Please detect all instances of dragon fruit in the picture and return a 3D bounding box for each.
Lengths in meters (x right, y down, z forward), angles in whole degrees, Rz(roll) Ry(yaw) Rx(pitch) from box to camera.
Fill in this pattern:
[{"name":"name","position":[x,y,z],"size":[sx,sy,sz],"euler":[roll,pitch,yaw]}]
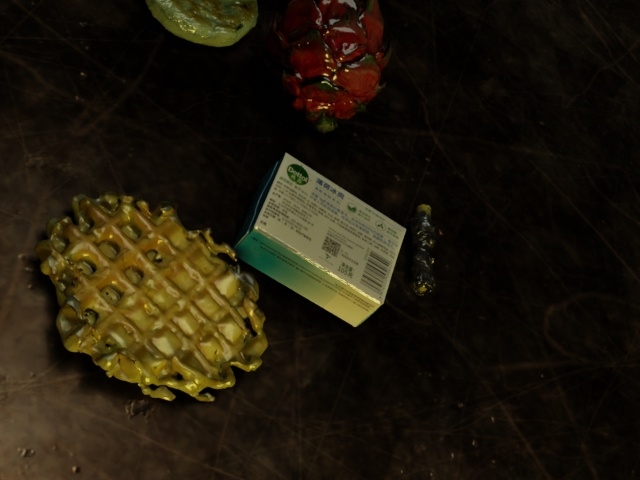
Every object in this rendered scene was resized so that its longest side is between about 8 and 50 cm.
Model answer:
[{"name":"dragon fruit","position":[0.010,-0.262,1.701],"size":[0.182,0.182,0.188],"euler":[11,44,-29]}]

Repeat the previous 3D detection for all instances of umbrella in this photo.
[{"name":"umbrella","position":[0.141,0.010,1.692],"size":[0.037,0.040,0.144],"euler":[16,51,-15]}]

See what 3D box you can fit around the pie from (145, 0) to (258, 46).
[{"name":"pie","position":[-0.169,-0.347,1.721],"size":[0.187,0.041,0.187],"euler":[18,51,-24]}]

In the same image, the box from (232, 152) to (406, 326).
[{"name":"box","position":[0.000,0.000,1.577],"size":[0.194,0.073,0.139],"euler":[31,48,-12]}]

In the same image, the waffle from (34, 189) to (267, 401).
[{"name":"waffle","position":[-0.188,0.056,1.419],"size":[0.280,0.060,0.262],"euler":[7,57,-31]}]
